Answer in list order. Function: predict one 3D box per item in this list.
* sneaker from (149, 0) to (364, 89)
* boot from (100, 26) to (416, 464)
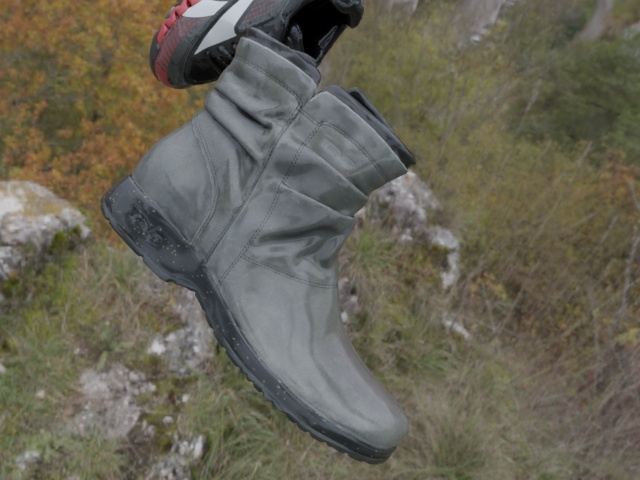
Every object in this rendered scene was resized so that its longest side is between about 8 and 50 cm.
[{"bbox_3d":[-0.069,-0.225,0.816,0.097,0.276,0.135,32,38,-58],"label":"sneaker"},{"bbox_3d":[0.000,0.000,0.449,0.246,0.161,0.083,46,7,2],"label":"boot"}]
